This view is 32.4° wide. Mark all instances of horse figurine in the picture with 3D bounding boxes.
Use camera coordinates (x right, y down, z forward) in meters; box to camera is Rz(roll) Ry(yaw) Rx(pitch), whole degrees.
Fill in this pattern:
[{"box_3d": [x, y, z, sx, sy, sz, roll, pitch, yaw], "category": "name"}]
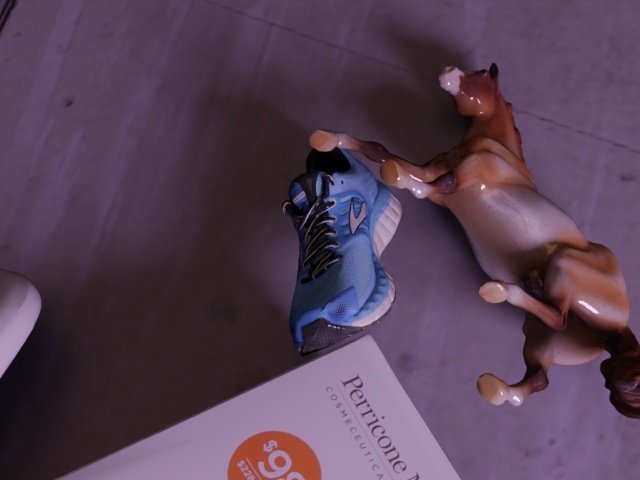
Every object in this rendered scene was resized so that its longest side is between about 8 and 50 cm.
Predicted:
[{"box_3d": [0.109, 0.002, 0.627, 0.174, 0.066, 0.263, -4, 51, -49], "category": "horse figurine"}]

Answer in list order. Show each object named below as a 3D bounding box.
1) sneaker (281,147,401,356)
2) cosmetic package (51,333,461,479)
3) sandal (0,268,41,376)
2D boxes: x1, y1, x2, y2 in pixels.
[{"box_3d": [0.000, 0.000, 0.622, 0.063, 0.073, 0.162, -27, 27, 22], "category": "sneaker"}, {"box_3d": [-0.010, 0.265, 0.493, 0.284, 0.097, 0.377, -23, 65, -21], "category": "cosmetic package"}, {"box_3d": [-0.286, 0.181, 0.560, 0.169, 0.102, 0.416, 7, 49, 42], "category": "sandal"}]
